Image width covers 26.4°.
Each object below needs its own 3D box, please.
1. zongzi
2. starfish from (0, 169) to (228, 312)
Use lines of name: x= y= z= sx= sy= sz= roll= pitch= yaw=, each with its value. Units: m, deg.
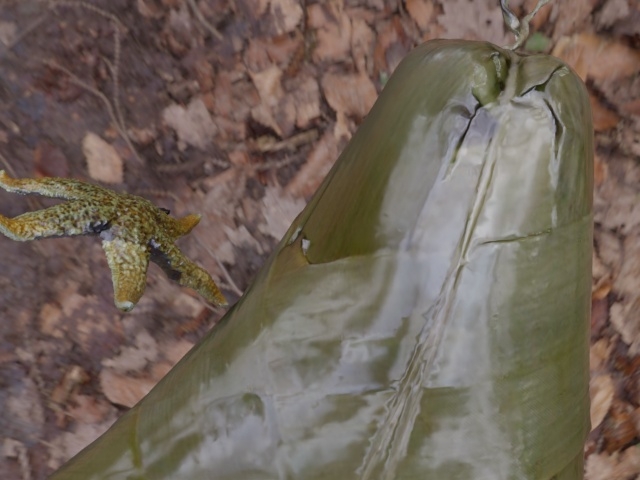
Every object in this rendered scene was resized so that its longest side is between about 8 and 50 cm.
zongzi: x=0.000 y=0.000 z=0.865 sx=0.418 sy=0.181 sz=0.447 roll=0 pitch=102 yaw=-4
starfish: x=-0.152 y=0.002 z=1.006 sx=0.053 sy=0.208 sz=0.176 roll=-59 pitch=33 yaw=25
